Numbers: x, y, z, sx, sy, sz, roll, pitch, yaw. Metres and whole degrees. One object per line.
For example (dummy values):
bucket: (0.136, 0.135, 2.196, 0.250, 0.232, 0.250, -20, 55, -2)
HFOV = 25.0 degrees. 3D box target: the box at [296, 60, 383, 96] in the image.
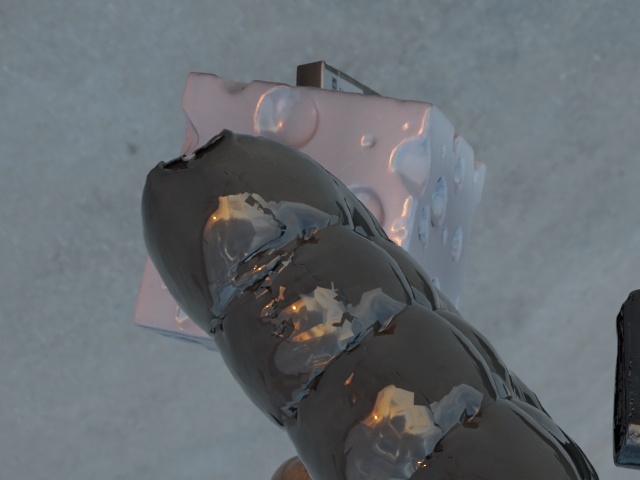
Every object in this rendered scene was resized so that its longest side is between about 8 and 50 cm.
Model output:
box: (0.076, -0.092, 1.852, 0.047, 0.180, 0.325, -9, 161, 35)

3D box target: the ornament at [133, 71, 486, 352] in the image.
ornament: (0.000, 0.000, 1.354, 0.240, 0.239, 0.240, 33, 67, -70)

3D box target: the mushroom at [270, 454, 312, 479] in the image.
mushroom: (0.067, 0.333, 1.556, 0.146, 0.278, 0.278, -54, 154, -16)

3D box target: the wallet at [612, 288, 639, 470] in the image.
wallet: (0.391, 0.134, 1.155, 0.045, 0.318, 0.172, 103, -1, -49)

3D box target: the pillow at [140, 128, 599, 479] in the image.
pillow: (0.042, 0.075, 0.691, 0.101, 0.228, 0.326, -41, 165, 0)
